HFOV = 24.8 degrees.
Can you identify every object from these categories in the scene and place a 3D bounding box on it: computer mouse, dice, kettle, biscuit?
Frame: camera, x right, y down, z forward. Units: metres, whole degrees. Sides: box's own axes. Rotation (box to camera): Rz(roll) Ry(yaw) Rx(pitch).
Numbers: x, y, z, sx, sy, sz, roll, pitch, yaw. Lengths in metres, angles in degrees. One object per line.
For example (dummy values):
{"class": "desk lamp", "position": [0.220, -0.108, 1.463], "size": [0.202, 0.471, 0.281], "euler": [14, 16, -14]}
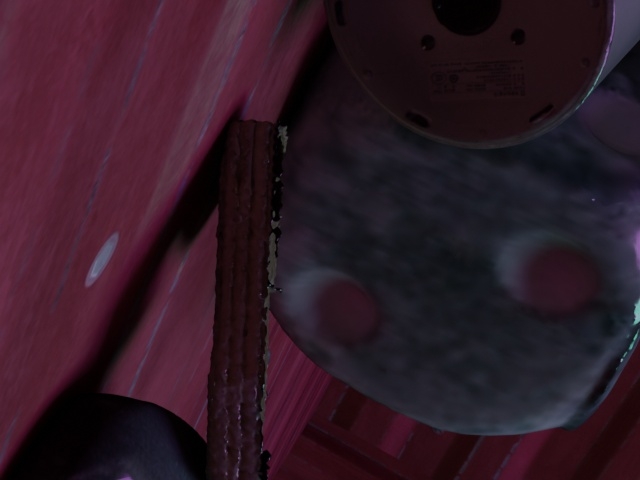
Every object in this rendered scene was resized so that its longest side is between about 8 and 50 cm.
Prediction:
{"class": "computer mouse", "position": [-0.158, 0.229, 1.048], "size": [0.203, 0.114, 0.374], "euler": [-60, 175, -23]}
{"class": "dice", "position": [0.154, -0.050, 1.295], "size": [0.328, 0.348, 0.330], "euler": [-58, 175, -47]}
{"class": "kettle", "position": [0.146, -0.238, 1.046], "size": [0.205, 0.265, 0.318], "euler": [-36, -179, 39]}
{"class": "biscuit", "position": [-0.051, 0.053, 1.004], "size": [0.147, 0.046, 0.250], "euler": [96, -3, -73]}

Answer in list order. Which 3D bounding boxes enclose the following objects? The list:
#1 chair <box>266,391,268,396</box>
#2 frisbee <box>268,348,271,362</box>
{"class": "chair", "position": [-0.093, 0.155, 1.704], "size": [0.037, 0.042, 0.086], "euler": [-55, 136, -56]}
{"class": "frisbee", "position": [-0.095, 0.194, 1.951], "size": [0.110, 0.014, 0.110], "euler": [-60, 174, -11]}
